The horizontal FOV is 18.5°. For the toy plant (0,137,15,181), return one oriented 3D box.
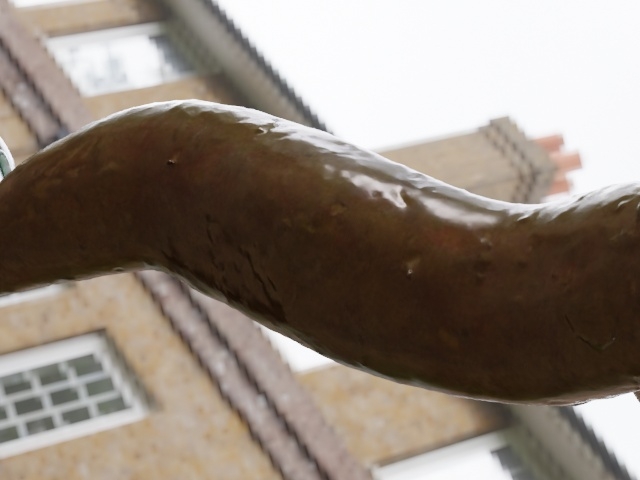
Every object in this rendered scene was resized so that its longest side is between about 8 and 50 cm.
[{"bbox_3d":[-0.200,-0.014,0.937,0.243,0.112,0.233,-115,-148,-53],"label":"toy plant"}]

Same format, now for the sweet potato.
[{"bbox_3d":[0.000,0.000,0.529,0.281,0.059,0.067,10,-81,36],"label":"sweet potato"}]

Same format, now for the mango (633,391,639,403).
[{"bbox_3d":[0.216,0.052,1.200,0.099,0.227,0.136,-37,-154,21],"label":"mango"}]
